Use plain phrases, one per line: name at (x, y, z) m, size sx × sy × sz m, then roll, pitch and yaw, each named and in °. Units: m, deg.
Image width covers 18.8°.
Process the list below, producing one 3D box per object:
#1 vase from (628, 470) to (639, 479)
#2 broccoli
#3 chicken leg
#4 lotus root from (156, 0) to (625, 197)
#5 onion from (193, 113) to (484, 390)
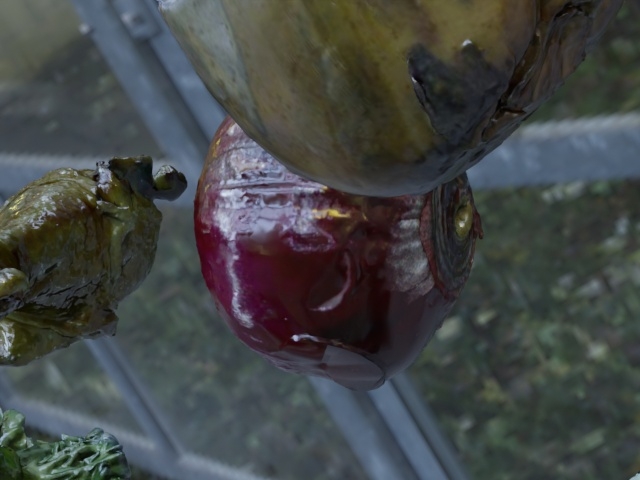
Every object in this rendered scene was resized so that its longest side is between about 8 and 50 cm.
vase at (0.323, 0.305, 1.317) m, size 0.165 × 0.360 × 0.165 m, roll -28°, pitch 25°, yaw 14°
broccoli at (-0.249, 0.168, 1.458) m, size 0.177 × 0.275 × 0.198 m, roll -25°, pitch 48°, yaw 1°
chicken leg at (-0.263, 0.032, 1.710) m, size 0.211 × 0.140 × 0.361 m, roll -64°, pitch -13°, yaw 25°
lotus root at (0.063, -0.141, 1.042) m, size 0.272 × 0.192 × 0.272 m, roll -33°, pitch 2°, yaw 1°
onion at (-0.002, -0.001, 1.515) m, size 0.216 × 0.207 × 0.206 m, roll 2°, pitch 66°, yaw 20°
